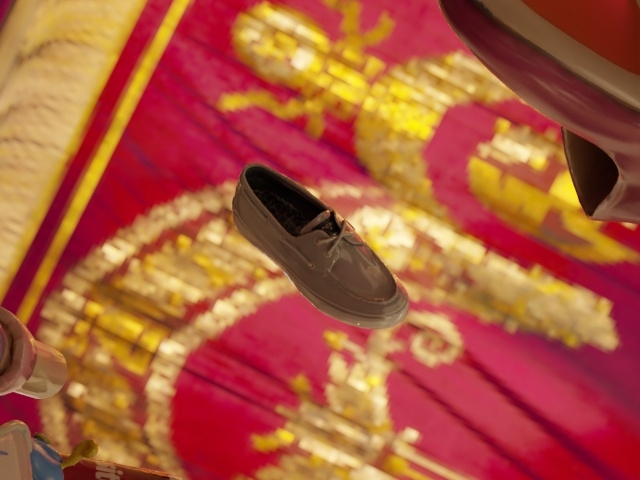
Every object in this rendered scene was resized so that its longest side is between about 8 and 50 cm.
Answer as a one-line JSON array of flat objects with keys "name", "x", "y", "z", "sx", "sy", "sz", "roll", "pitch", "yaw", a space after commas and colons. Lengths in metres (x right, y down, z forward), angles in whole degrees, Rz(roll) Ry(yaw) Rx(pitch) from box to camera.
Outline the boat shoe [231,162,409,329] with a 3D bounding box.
[{"name": "boat shoe", "x": 0.000, "y": 0.000, "z": 1.391, "sx": 0.066, "sy": 0.184, "sz": 0.063, "roll": -32, "pitch": 150, "yaw": -25}]

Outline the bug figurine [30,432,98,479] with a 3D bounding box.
[{"name": "bug figurine", "x": -0.187, "y": 0.213, "z": 0.866, "sx": 0.072, "sy": 0.216, "sz": 0.279, "roll": 49, "pitch": -20, "yaw": 42}]

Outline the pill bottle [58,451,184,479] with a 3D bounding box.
[{"name": "pill bottle", "x": -0.139, "y": 0.193, "z": 1.147, "sx": 0.086, "sy": 0.152, "sz": 0.086, "roll": -167, "pitch": -90, "yaw": -76}]

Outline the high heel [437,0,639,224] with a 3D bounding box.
[{"name": "high heel", "x": 0.147, "y": -0.074, "z": 1.037, "sx": 0.181, "sy": 0.377, "sz": 0.127, "roll": -30, "pitch": -121, "yaw": 33}]

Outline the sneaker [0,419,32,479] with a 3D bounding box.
[{"name": "sneaker", "x": -0.189, "y": 0.078, "z": 0.612, "sx": 0.071, "sy": 0.190, "sz": 0.083, "roll": -31, "pitch": -130, "yaw": 48}]

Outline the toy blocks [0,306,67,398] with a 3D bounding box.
[{"name": "toy blocks", "x": -0.390, "y": 0.111, "z": 1.189, "sx": 0.309, "sy": 0.288, "sz": 0.260, "roll": -53, "pitch": 164, "yaw": -2}]
